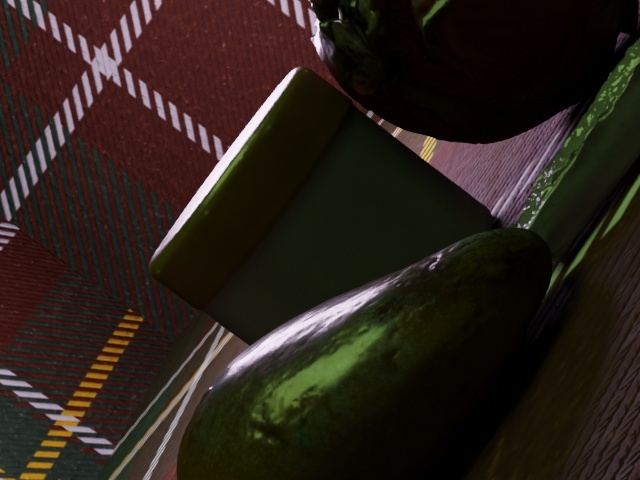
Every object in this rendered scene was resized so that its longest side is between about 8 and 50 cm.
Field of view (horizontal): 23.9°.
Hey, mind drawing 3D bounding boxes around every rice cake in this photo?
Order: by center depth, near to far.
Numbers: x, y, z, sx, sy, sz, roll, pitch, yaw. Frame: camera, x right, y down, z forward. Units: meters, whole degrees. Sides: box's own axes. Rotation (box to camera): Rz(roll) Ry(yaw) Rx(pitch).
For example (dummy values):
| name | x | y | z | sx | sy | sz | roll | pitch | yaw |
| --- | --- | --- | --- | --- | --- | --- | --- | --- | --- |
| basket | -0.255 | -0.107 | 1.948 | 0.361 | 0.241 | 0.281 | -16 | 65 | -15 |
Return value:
| name | x | y | z | sx | sy | sz | roll | pitch | yaw |
| --- | --- | --- | --- | --- | --- | --- | --- | --- | --- |
| rice cake | 0.226 | -0.097 | 1.074 | 0.270 | 0.055 | 0.049 | -52 | 17 | 4 |

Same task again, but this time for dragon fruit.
| name | x | y | z | sx | sy | sz | roll | pitch | yaw |
| --- | --- | --- | --- | --- | --- | --- | --- | --- | --- |
| dragon fruit | 0.137 | -0.219 | 1.343 | 0.342 | 0.277 | 0.277 | -35 | -4 | -29 |

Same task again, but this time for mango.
| name | x | y | z | sx | sy | sz | roll | pitch | yaw |
| --- | --- | --- | --- | --- | --- | --- | --- | --- | --- |
| mango | 0.033 | 0.105 | 1.040 | 0.316 | 0.146 | 0.193 | -37 | 11 | 14 |

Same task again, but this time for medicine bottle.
| name | x | y | z | sx | sy | sz | roll | pitch | yaw |
| --- | --- | --- | --- | --- | --- | --- | --- | --- | --- |
| medicine bottle | 0.000 | 0.000 | 1.383 | 0.238 | 0.232 | 0.238 | -51 | 7 | 9 |
